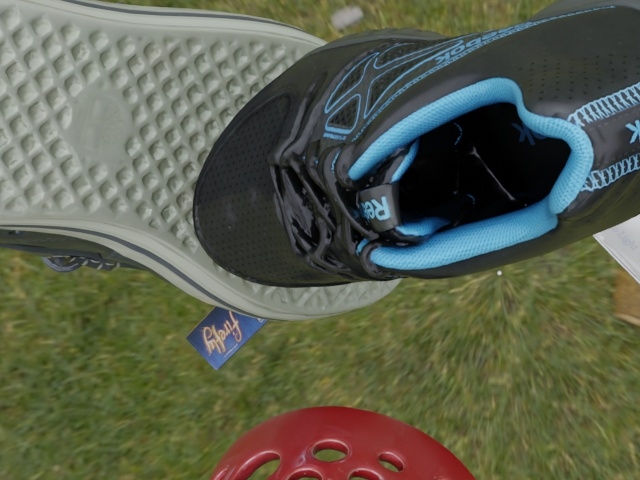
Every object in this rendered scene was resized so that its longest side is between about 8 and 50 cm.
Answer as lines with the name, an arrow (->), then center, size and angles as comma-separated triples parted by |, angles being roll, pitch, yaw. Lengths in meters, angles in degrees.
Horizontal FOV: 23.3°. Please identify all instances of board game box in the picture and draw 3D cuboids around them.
board game box -> 0.000, 0.000, 1.361 | 0.042, 0.243, 0.165 | 46, 137, 1

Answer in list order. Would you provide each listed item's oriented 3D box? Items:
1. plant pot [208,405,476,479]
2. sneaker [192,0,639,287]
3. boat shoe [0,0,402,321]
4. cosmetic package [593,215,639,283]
plant pot -> 0.002, 0.216, 0.896 | 0.191, 0.174, 0.191 | 5, 113, 11
sneaker -> 0.033, -0.040, 0.741 | 0.341, 0.140, 0.125 | -18, 99, 46
boat shoe -> -0.124, -0.063, 0.956 | 0.156, 0.500, 0.186 | 16, 94, 48
cosmetic package -> 0.305, 0.004, 1.254 | 0.113, 0.309, 0.160 | -44, 71, 8
